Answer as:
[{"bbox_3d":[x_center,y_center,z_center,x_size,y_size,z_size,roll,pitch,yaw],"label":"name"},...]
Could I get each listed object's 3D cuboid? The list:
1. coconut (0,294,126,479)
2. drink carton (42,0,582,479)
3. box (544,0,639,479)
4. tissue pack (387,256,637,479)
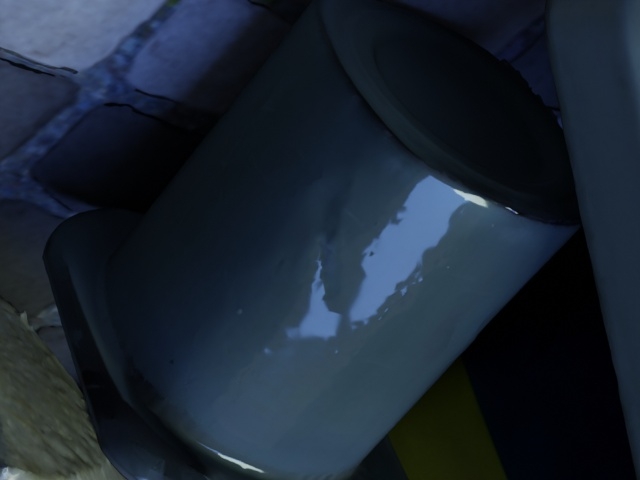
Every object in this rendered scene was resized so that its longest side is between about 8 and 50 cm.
[{"bbox_3d":[-0.208,0.129,0.836,0.245,0.245,0.247,-20,132,5],"label":"coconut"},{"bbox_3d":[0.000,0.000,0.823,0.185,0.191,0.189,15,125,-34],"label":"drink carton"},{"bbox_3d":[0.293,0.004,0.787,0.373,0.367,0.090,-17,-169,-22],"label":"box"},{"bbox_3d":[0.095,0.187,1.013,0.416,0.253,0.264,-28,163,13],"label":"tissue pack"}]
